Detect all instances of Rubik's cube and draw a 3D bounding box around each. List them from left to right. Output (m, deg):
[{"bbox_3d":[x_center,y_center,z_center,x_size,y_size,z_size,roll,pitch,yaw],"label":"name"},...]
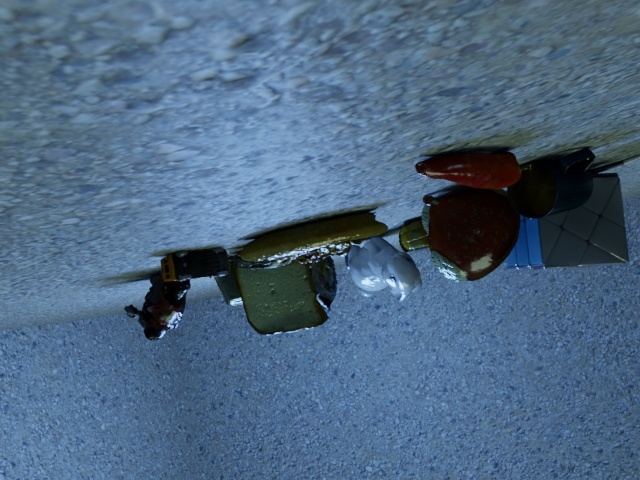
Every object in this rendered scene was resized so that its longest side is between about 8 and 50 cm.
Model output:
[{"bbox_3d":[0.621,-0.039,1.410,0.221,0.231,0.224,-3,173,-3],"label":"Rubik's cube"}]

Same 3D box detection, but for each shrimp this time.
[{"bbox_3d":[-0.164,0.043,1.425,0.232,0.079,0.090,-6,-149,-9],"label":"shrimp"}]

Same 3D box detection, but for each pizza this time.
[{"bbox_3d":[-0.019,-0.001,1.287,0.268,0.087,0.257,-5,168,-37],"label":"pizza"}]

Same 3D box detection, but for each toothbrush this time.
[{"bbox_3d":[0.735,-0.187,1.357,0.288,0.026,0.024,-17,169,41],"label":"toothbrush"}]

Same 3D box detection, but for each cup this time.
[{"bbox_3d":[0.487,-0.113,1.108,0.138,0.114,0.150,-11,176,-33],"label":"cup"}]

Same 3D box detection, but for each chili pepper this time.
[{"bbox_3d":[0.262,-0.115,0.885,0.272,0.063,0.071,-5,158,-37],"label":"chili pepper"}]

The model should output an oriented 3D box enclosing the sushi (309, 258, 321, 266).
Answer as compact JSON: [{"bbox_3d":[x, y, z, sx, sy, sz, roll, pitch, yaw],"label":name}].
[{"bbox_3d":[-0.079,0.059,1.622,0.226,0.097,0.103,-36,165,-11],"label":"sushi"}]

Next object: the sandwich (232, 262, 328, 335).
[{"bbox_3d":[-0.116,0.136,1.536,0.226,0.251,0.087,-14,-172,6],"label":"sandwich"}]

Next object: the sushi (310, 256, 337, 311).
[{"bbox_3d":[-0.060,0.154,2.042,0.218,0.225,0.238,-5,144,18],"label":"sushi"}]

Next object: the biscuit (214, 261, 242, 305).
[{"bbox_3d":[-0.194,0.114,1.682,0.252,0.150,0.052,-8,139,-31],"label":"biscuit"}]

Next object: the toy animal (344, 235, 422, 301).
[{"bbox_3d":[0.234,0.112,1.935,0.193,0.258,0.357,-20,-160,-18],"label":"toy animal"}]

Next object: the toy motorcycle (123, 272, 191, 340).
[{"bbox_3d":[-0.502,0.206,1.656,0.134,0.207,0.401,25,158,-29],"label":"toy motorcycle"}]

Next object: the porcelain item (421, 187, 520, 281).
[{"bbox_3d":[0.330,-0.035,1.265,0.252,0.253,0.253,-12,174,-1],"label":"porcelain item"}]

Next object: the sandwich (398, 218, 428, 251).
[{"bbox_3d":[0.393,-0.029,1.778,0.271,0.099,0.301,-17,175,6],"label":"sandwich"}]

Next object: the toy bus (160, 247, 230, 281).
[{"bbox_3d":[-0.298,0.061,1.307,0.074,0.070,0.162,-17,172,41],"label":"toy bus"}]
